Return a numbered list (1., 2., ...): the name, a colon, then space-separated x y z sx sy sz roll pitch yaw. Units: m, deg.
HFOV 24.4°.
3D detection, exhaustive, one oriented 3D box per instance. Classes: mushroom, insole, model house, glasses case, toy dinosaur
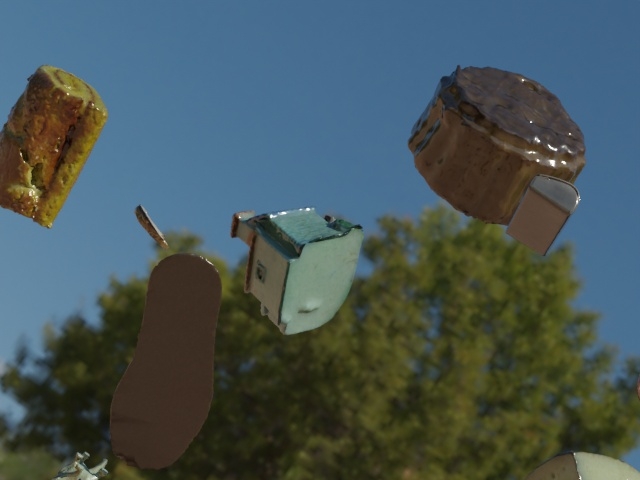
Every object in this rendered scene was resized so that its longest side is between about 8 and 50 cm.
1. mushroom: -0.282 -0.022 2.459 0.101 0.019 0.049 52 3 33
2. insole: -0.170 0.143 1.656 0.111 0.007 0.328 9 -54 -9
3. model house: -0.044 0.016 1.814 0.148 0.119 0.148 40 -48 35
4. glasses case: 0.306 -0.036 2.044 0.072 0.042 0.190 26 -18 6
5. toy dinosaur: -0.283 0.274 1.750 0.037 0.058 0.180 60 23 15

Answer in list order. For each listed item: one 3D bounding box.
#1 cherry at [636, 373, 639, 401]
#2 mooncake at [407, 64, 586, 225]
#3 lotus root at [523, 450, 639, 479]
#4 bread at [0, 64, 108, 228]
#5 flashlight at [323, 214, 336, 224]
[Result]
1. cherry: 0.560 0.266 2.193 0.225 0.107 0.090 45 -14 7
2. mooncake: 0.333 -0.179 2.718 0.324 0.324 0.187 32 -60 6
3. lotus root: 0.374 0.416 1.881 0.149 0.267 0.260 -29 -27 35
4. bread: -0.343 -0.120 1.833 0.103 0.172 0.132 21 16 -30
5. flashlight: 0.000 0.000 2.359 0.018 0.083 0.018 17 -16 28
